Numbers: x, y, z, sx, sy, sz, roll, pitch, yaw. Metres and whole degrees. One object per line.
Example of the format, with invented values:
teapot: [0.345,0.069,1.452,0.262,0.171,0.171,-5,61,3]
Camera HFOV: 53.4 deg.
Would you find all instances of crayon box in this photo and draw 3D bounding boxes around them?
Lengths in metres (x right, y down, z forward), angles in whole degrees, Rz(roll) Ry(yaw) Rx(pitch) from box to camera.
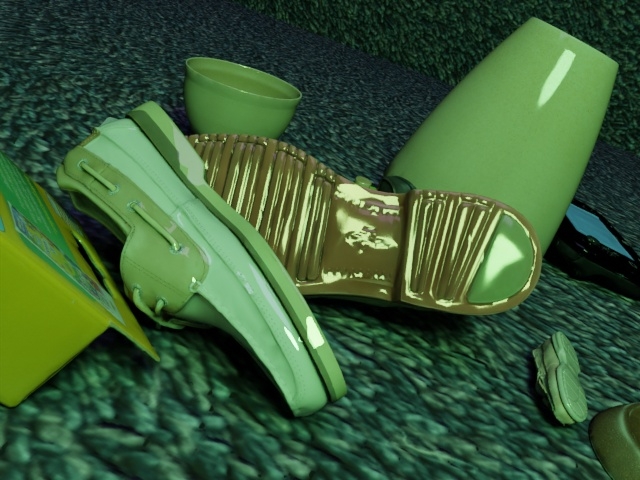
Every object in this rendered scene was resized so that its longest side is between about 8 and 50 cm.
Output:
crayon box: [-0.248,-0.035,0.372,0.203,0.083,0.323,43,-9,42]

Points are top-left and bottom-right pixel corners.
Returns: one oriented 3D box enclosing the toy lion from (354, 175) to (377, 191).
toy lion: [0.087,-0.046,0.869,0.100,0.034,0.096,7,34,-27]

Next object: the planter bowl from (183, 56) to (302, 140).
planter bowl: [-0.118,-0.175,0.885,0.162,0.109,0.162,15,24,-7]

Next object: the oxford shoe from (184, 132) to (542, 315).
oxford shoe: [0.000,0.000,0.630,0.396,0.141,0.146,16,-8,5]

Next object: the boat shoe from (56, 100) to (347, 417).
boat shoe: [-0.100,0.022,0.493,0.103,0.113,0.302,-33,62,-16]

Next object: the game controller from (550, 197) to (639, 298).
game controller: [0.415,-0.015,1.002,0.166,0.067,0.319,18,24,-3]

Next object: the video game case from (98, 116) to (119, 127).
video game case: [-0.177,-0.086,0.760,0.201,0.023,0.183,16,24,-11]

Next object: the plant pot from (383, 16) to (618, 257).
plant pot: [0.262,-0.146,0.863,0.256,0.274,0.256,24,24,-11]

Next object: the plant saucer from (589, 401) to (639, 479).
plant saucer: [0.313,0.191,0.532,0.168,0.029,0.168,17,25,-8]

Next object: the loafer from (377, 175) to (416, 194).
loafer: [0.091,-0.028,0.776,0.061,0.062,0.170,2,34,-14]

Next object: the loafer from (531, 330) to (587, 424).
loafer: [0.216,0.131,0.587,0.045,0.039,0.125,52,27,-8]
